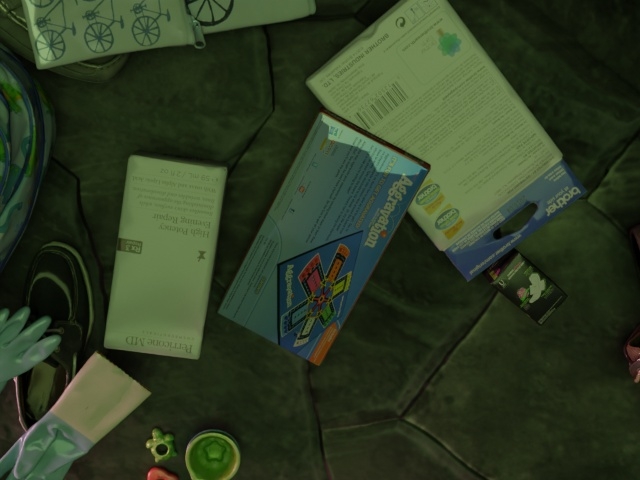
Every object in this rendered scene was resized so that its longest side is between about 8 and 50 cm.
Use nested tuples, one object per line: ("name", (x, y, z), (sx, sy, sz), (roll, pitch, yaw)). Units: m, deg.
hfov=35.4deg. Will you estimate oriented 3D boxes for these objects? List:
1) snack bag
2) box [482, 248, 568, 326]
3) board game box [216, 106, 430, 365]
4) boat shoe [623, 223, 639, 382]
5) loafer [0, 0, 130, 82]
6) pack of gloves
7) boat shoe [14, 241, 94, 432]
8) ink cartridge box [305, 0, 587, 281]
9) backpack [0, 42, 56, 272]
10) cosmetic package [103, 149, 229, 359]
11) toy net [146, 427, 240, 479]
("snack bag", (-0.170, -0.367, 1.082), (0.342, 0.037, 0.323), (-13, 102, -22))
("box", (0.247, 0.053, 1.220), (0.083, 0.062, 0.052), (40, 97, -9))
("board game box", (0.000, 0.000, 1.183), (0.145, 0.027, 0.281), (28, 109, -1))
("boat shoe", (0.436, 0.136, 1.225), (0.130, 0.132, 0.355), (-5, 92, 8))
("loafer", (-0.341, -0.294, 1.092), (0.319, 0.111, 0.112), (37, 68, -9))
("pack of gloves", (-0.343, 0.189, 1.155), (0.195, 0.046, 0.232), (40, 100, -20))
("boat shoe", (-0.320, 0.119, 1.195), (0.084, 0.079, 0.233), (8, 98, -3))
("ink cartridge box", (0.148, -0.126, 1.183), (0.186, 0.065, 0.311), (-39, 97, 6))
("backpack", (-0.441, -0.064, 1.087), (0.290, 0.273, 0.355), (37, 85, -3))
("cosmetic package", (-0.180, 0.016, 1.181), (0.117, 0.085, 0.231), (7, 98, -4))
("toy net", (-0.152, 0.346, 1.260), (0.122, 0.045, 0.232), (-6, 100, -2))
